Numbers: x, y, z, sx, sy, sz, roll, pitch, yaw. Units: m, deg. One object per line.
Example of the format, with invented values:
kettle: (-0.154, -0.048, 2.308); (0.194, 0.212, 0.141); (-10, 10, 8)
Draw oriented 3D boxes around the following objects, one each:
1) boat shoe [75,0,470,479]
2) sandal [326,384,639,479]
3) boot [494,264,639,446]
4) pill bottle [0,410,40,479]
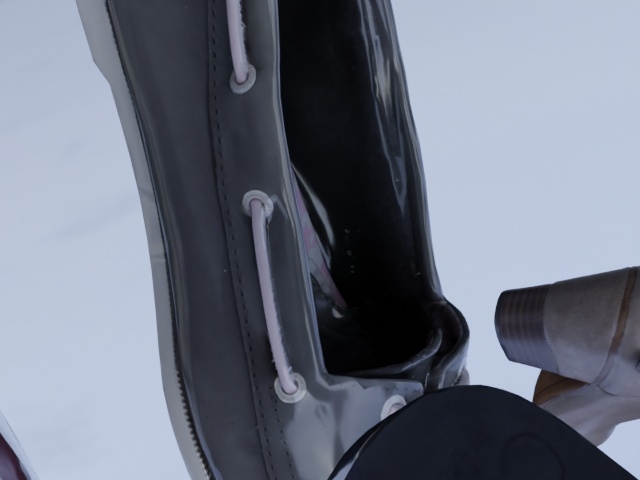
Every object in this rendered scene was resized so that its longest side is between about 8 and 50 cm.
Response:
boat shoe: (0.000, 0.000, 0.676); (0.095, 0.335, 0.112); (-12, -170, 33)
sandal: (0.113, 0.120, 0.430); (0.097, 0.254, 0.054); (-65, -172, -22)
boot: (0.105, 0.041, 0.576); (0.087, 0.042, 0.118); (4, 161, 25)
pill bottle: (-0.159, 0.149, 0.530); (0.224, 0.392, 0.224); (-22, -156, 10)
